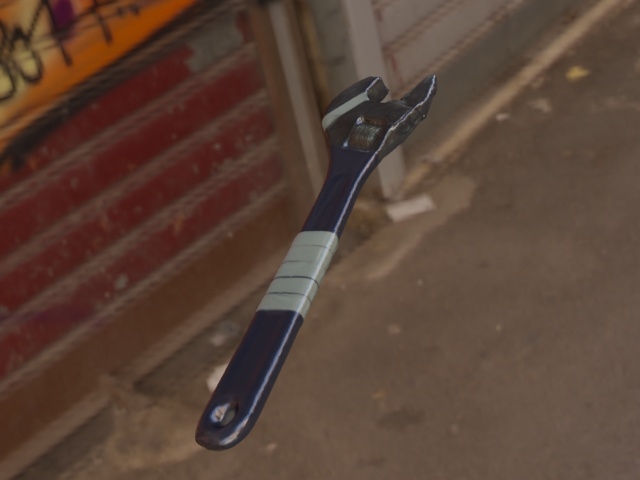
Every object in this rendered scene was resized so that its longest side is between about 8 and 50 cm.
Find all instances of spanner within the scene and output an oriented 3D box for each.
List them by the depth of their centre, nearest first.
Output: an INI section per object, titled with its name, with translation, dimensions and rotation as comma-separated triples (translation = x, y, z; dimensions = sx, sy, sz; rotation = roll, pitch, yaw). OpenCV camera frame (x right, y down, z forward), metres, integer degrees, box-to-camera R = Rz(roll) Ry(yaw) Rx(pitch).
[spanner]
translation = 0.000, 0.000, 0.835
dimensions = 0.087, 0.024, 0.316
rotation = -12, 38, 37
